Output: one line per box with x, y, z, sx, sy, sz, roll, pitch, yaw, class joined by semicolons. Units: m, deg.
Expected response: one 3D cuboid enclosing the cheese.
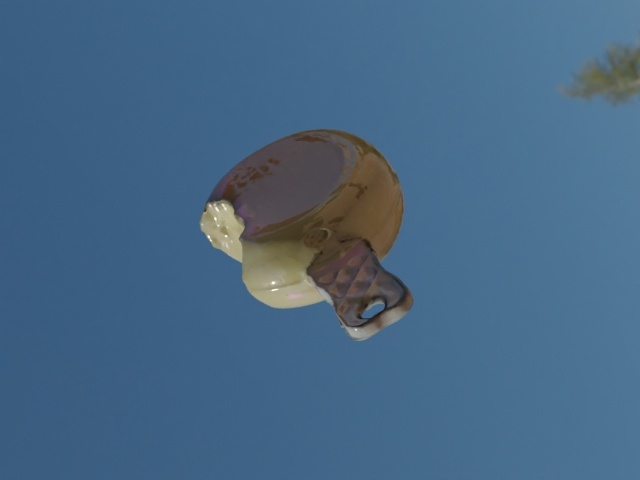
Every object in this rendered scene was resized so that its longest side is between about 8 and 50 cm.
0.000;0.000;1.057;0.082;0.163;0.286;60;179;-28;cheese
